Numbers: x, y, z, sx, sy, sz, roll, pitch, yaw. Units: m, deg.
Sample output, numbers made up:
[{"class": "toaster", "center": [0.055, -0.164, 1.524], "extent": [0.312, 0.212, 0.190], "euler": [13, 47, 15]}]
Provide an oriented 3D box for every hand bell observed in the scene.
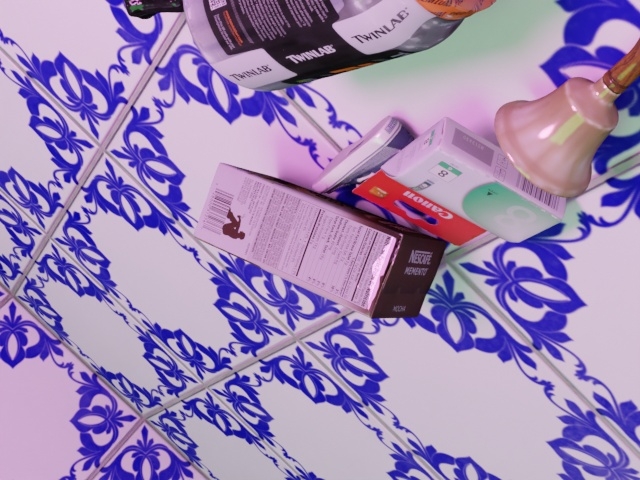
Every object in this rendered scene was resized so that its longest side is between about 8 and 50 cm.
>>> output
[{"class": "hand bell", "center": [0.291, -0.161, 0.868], "extent": [0.126, 0.126, 0.242], "euler": [41, 134, 0]}]

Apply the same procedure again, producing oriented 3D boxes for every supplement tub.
[{"class": "supplement tub", "center": [0.020, -0.268, 0.906], "extent": [0.316, 0.193, 0.193], "euler": [-4, 127, 49]}]

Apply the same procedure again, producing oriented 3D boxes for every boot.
[{"class": "boot", "center": [0.066, -0.088, 1.188], "extent": [0.086, 0.069, 0.190], "euler": [42, 147, -11]}]

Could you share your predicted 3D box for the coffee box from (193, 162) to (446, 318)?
[{"class": "coffee box", "center": [0.000, 0.000, 1.246], "extent": [0.297, 0.118, 0.168], "euler": [23, -174, 26]}]

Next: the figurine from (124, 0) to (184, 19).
[{"class": "figurine", "center": [-0.164, -0.376, 1.081], "extent": [0.210, 0.092, 0.214], "euler": [6, 134, 31]}]

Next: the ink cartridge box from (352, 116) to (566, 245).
[{"class": "ink cartridge box", "center": [0.160, -0.046, 1.106], "extent": [0.181, 0.056, 0.225], "euler": [27, 149, -17]}]
